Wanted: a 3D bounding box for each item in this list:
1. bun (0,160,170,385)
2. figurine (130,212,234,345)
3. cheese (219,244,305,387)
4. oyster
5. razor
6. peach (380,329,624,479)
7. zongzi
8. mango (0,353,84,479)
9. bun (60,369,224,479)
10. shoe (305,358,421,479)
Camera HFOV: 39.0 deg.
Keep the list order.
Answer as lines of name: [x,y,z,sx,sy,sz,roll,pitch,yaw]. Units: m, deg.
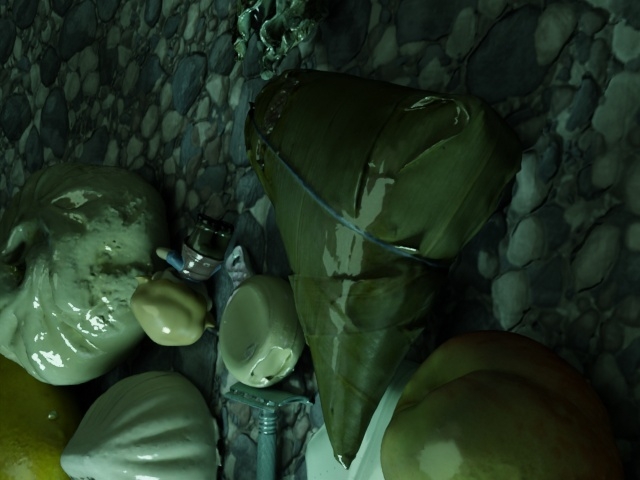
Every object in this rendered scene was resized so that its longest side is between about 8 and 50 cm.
bun: [-0.402,0.046,1.419,0.360,0.211,0.359,-15,67,39]
figurine: [-0.196,0.055,1.297,0.108,0.114,0.195,28,97,46]
cheese: [-0.088,0.089,1.201,0.137,0.064,0.227,-49,38,21]
oyster: [-0.039,-0.351,1.194,0.267,0.112,0.198,-55,28,37]
razor: [-0.070,0.303,1.169,0.106,0.068,0.231,7,96,48]
peach: [0.169,0.201,0.815,0.233,0.233,0.232,-8,79,46]
zongzi: [0.000,0.000,1.015,0.356,0.174,0.392,26,93,48]
mango: [-0.510,0.322,1.513,0.445,0.221,0.301,19,91,46]
bun: [-0.283,0.316,1.305,0.263,0.175,0.263,-8,79,48]
shoe: [0.031,0.293,1.003,0.160,0.132,0.362,23,97,46]
